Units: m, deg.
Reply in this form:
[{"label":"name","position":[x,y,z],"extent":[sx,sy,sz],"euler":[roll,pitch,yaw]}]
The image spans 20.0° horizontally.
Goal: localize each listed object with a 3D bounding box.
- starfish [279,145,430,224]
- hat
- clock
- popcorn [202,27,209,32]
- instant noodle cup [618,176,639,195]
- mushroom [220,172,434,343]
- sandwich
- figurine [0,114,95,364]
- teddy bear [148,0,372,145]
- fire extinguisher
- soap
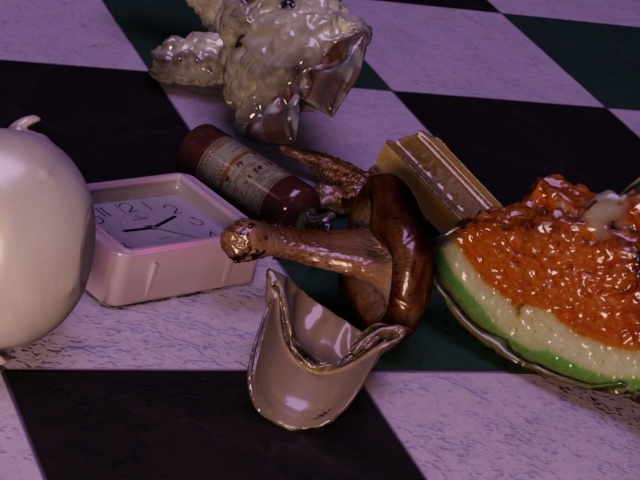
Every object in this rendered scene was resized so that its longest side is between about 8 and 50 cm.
[{"label":"starfish","position":[0.056,-0.065,2.123],"extent":[0.235,0.062,0.277],"euler":[17,30,5]},{"label":"hat","position":[-0.017,0.116,1.729],"extent":[0.147,0.085,0.175],"euler":[28,49,2]},{"label":"clock","position":[-0.175,-0.004,1.871],"extent":[0.197,0.063,0.150],"euler":[-9,34,-41]},{"label":"popcorn","position":[-0.119,-0.304,2.490],"extent":[0.084,0.084,0.084],"euler":[12,26,-6]},{"label":"instant noodle cup","position":[0.467,0.004,1.985],"extent":[0.221,0.311,0.311],"euler":[-25,46,-39]},{"label":"mushroom","position":[0.000,0.000,1.864],"extent":[0.217,0.148,0.227],"euler":[11,19,-14]},{"label":"sandwich","position":[0.250,0.040,1.880],"extent":[0.292,0.212,0.109],"euler":[12,7,25]},{"label":"figurine","position":[-0.400,-0.010,1.682],"extent":[0.394,0.227,0.274],"euler":[6,-6,5]},{"label":"teddy bear","position":[-0.090,-0.309,2.267],"extent":[0.375,0.327,0.362],"euler":[56,10,-3]},{"label":"fire extinguisher","position":[-0.070,-0.043,2.014],"extent":[0.099,0.071,0.231],"euler":[-38,54,-26]},{"label":"soap","position":[0.172,-0.025,2.051],"extent":[0.252,0.037,0.092],"euler":[47,35,19]}]
